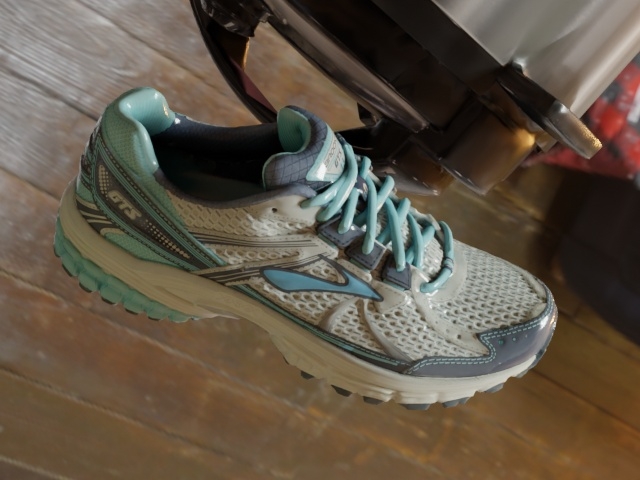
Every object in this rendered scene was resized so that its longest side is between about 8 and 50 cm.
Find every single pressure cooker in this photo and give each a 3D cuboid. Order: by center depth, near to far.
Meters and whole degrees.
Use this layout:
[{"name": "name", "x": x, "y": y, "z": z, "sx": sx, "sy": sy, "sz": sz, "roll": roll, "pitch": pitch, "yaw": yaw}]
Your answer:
[{"name": "pressure cooker", "x": 0.088, "y": -0.251, "z": 0.999, "sx": 0.375, "sy": 0.370, "sz": 0.420, "roll": 40, "pitch": 97, "yaw": -10}]

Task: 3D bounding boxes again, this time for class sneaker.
[{"name": "sneaker", "x": 0.000, "y": 0.000, "z": 0.728, "sx": 0.283, "sy": 0.110, "sz": 0.122, "roll": 15, "pitch": 129, "yaw": -6}]

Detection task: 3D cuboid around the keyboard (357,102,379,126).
[{"name": "keyboard", "x": 0.051, "y": -0.205, "z": 1.375, "sx": 0.100, "sy": 0.038, "sz": 0.192, "roll": 11, "pitch": 67, "yaw": -63}]
